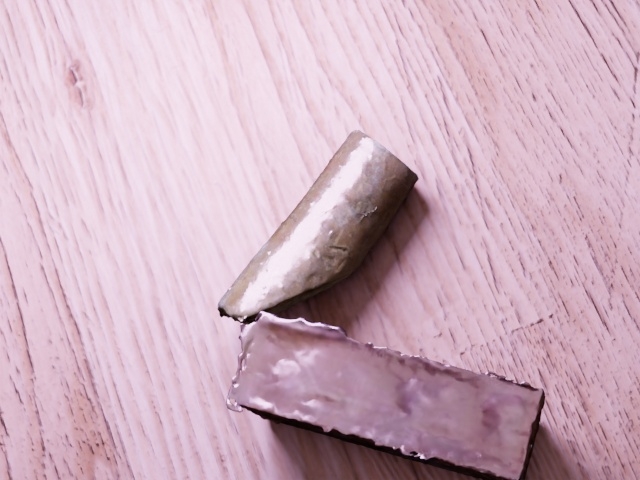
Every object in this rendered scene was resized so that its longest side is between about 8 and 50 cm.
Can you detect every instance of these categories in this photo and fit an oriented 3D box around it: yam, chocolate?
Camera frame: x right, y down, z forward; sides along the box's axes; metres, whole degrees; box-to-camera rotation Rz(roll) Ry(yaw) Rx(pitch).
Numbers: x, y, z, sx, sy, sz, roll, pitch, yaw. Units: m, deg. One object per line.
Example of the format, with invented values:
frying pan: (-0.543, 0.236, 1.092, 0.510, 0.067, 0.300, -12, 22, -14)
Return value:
yam: (0.000, 0.000, 1.624, 0.106, 0.106, 0.259, 32, 79, 21)
chocolate: (0.068, 0.169, 1.543, 0.321, 0.112, 0.112, 13, 74, 15)
